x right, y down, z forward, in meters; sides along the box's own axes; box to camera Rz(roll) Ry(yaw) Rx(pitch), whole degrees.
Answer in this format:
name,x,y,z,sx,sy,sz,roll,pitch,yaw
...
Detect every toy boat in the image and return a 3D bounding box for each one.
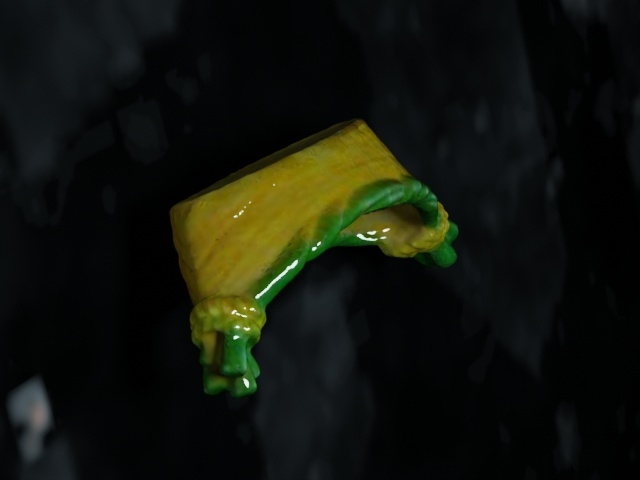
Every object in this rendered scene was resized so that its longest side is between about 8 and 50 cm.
name,x,y,z,sx,sy,sz,roll,pitch,yaw
toy boat,0.000,0.000,0.881,0.229,0.089,0.088,-31,99,-57
